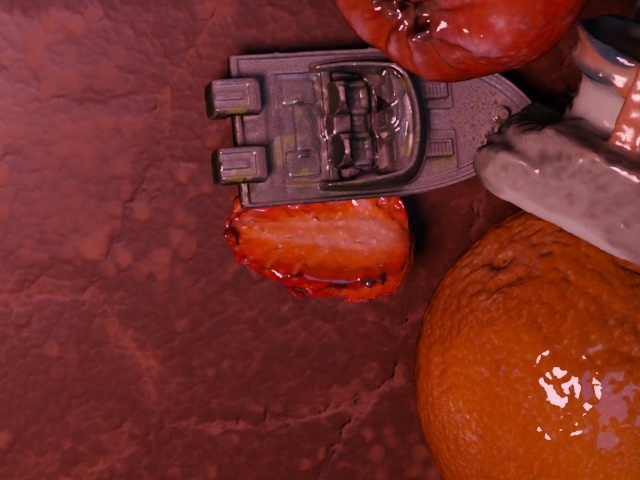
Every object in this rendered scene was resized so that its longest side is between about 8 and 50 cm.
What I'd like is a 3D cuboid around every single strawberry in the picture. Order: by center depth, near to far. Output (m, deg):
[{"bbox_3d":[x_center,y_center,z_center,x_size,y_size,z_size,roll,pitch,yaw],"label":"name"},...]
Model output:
[{"bbox_3d":[0.000,0.000,1.159,0.188,0.082,0.121,6,67,-2],"label":"strawberry"}]

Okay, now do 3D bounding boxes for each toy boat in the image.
[{"bbox_3d":[0.054,-0.110,1.116,0.319,0.092,0.141,-5,89,-13],"label":"toy boat"}]

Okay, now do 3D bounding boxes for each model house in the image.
[{"bbox_3d":[0.305,-0.180,1.012,0.194,0.267,0.325,31,123,22],"label":"model house"}]

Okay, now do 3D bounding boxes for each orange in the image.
[{"bbox_3d":[0.254,0.146,1.129,0.322,0.322,0.357,-31,119,-1],"label":"orange"}]

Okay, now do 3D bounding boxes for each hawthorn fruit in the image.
[{"bbox_3d":[0.138,-0.279,1.035,0.242,0.242,0.272,48,66,-21],"label":"hawthorn fruit"}]
